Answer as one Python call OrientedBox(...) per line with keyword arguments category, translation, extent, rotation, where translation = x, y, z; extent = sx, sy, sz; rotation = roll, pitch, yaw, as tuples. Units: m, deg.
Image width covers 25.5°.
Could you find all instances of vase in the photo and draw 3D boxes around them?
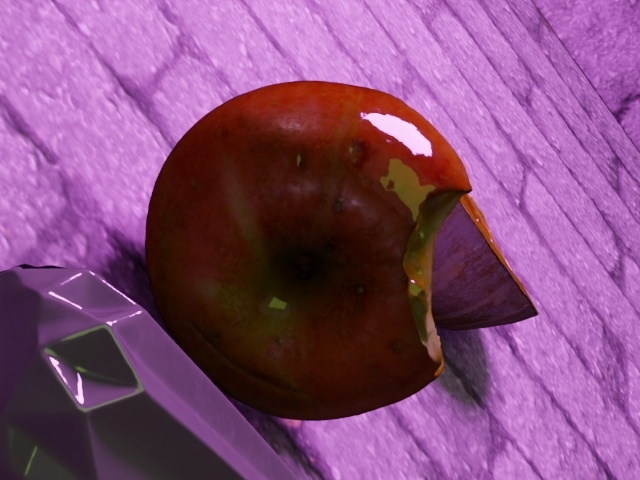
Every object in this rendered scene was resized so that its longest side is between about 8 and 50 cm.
OrientedBox(category="vase", translation=(-0.078, 0.155, 0.809), extent=(0.360, 0.165, 0.165), rotation=(43, 27, -40))

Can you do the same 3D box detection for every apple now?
OrientedBox(category="apple", translation=(0.000, 0.000, 1.022), extent=(0.246, 0.246, 0.226), rotation=(54, 16, -9))

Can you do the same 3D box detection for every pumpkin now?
OrientedBox(category="pumpkin", translation=(0.131, 0.009, 1.453), extent=(0.217, 0.110, 0.217), rotation=(49, 13, -15))
